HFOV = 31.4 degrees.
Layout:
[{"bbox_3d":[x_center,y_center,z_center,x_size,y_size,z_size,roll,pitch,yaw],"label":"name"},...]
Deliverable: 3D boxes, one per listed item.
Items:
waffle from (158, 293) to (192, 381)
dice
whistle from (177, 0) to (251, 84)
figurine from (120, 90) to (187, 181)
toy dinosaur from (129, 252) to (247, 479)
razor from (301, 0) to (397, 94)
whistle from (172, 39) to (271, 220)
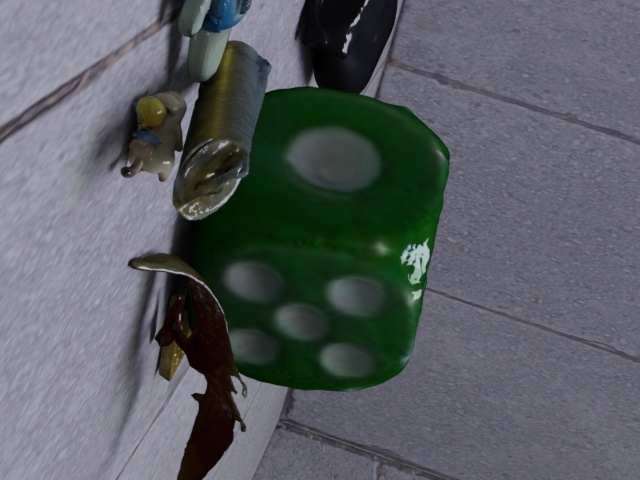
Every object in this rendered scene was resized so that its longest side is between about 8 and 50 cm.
[{"bbox_3d":[-0.178,0.099,1.463,0.097,0.023,0.152,-68,173,-52],"label":"waffle"},{"bbox_3d":[0.000,0.000,1.449,0.300,0.287,0.297,98,4,-45],"label":"dice"},{"bbox_3d":[-0.086,-0.232,0.978,0.114,0.077,0.235,-55,171,-41],"label":"whistle"},{"bbox_3d":[-0.147,-0.093,0.990,0.050,0.047,0.083,1,103,-74],"label":"figurine"},{"bbox_3d":[-0.156,0.142,1.270,0.113,0.206,0.327,-24,156,-26],"label":"toy dinosaur"},{"bbox_3d":[0.051,-0.345,1.803,0.349,0.114,0.204,63,48,-83],"label":"razor"},{"bbox_3d":[-0.087,-0.112,1.040,0.068,0.057,0.326,-28,-157,13],"label":"whistle"}]
